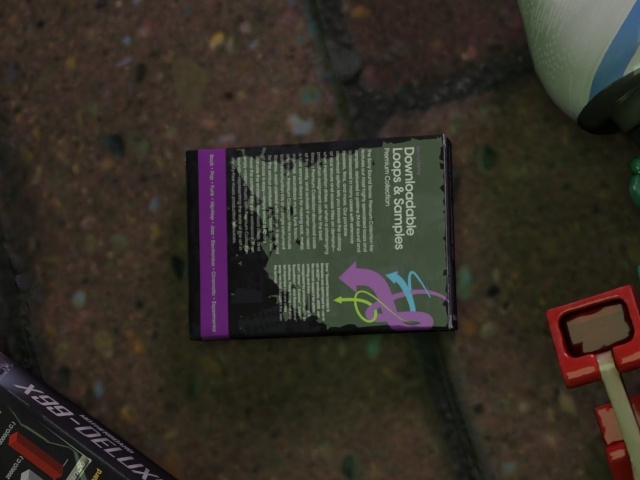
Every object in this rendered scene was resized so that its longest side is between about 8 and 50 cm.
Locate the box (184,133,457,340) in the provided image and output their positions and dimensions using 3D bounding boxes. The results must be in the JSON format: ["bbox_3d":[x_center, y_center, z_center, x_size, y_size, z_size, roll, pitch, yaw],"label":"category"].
[{"bbox_3d":[0.000,0.000,0.994,0.162,0.029,0.116,-3,84,15],"label":"box"}]

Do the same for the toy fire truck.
[{"bbox_3d":[0.175,0.124,0.878,0.047,0.135,0.192,-19,79,12],"label":"toy fire truck"}]

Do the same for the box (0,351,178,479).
[{"bbox_3d":[-0.219,0.241,0.997,0.242,0.076,0.307,33,92,16],"label":"box"}]

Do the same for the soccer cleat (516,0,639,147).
[{"bbox_3d":[0.255,-0.184,0.904,0.331,0.116,0.143,-30,77,10],"label":"soccer cleat"}]

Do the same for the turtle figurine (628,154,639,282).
[{"bbox_3d":[0.283,-0.025,0.869,0.234,0.175,0.118,-19,118,23],"label":"turtle figurine"}]
